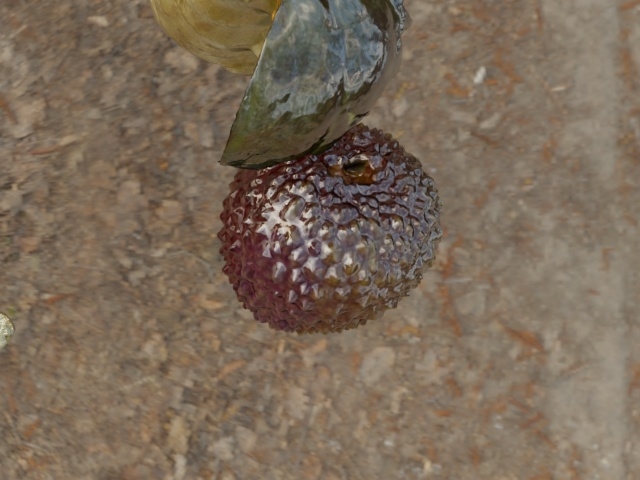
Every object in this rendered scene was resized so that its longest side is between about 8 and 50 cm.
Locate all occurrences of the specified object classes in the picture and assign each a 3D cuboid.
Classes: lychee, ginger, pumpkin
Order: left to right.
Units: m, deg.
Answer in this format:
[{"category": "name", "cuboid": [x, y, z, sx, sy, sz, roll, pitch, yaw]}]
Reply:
[{"category": "ginger", "cuboid": [-0.093, -0.258, 1.361, 0.166, 0.375, 0.236, -32, 109, -2]}, {"category": "lychee", "cuboid": [0.000, 0.000, 1.360, 0.271, 0.271, 0.271, -1, 91, -28]}, {"category": "pumpkin", "cuboid": [0.011, -0.159, 1.038, 0.130, 0.149, 0.254, 21, 97, -7]}]

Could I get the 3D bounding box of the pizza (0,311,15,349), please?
[{"category": "pizza", "cuboid": [-0.541, 0.181, 1.634, 0.089, 0.323, 0.223, 50, 50, -11]}]
